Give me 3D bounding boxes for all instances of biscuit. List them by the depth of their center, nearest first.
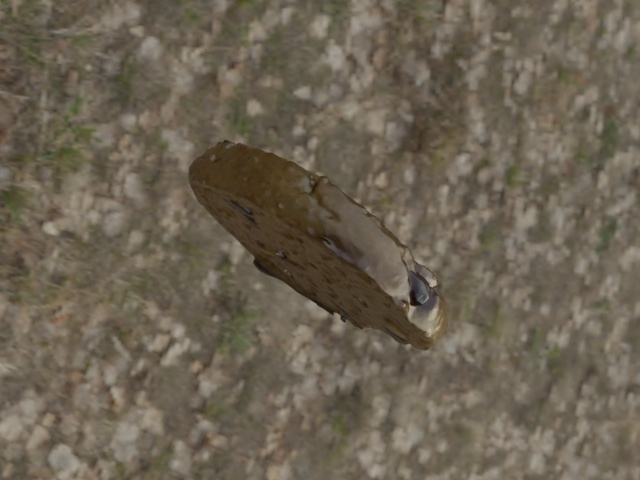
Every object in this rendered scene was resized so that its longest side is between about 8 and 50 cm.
[{"bbox_3d":[0.001,-0.002,1.236,0.075,0.296,0.296,-55,132,-12],"label":"biscuit"}]
